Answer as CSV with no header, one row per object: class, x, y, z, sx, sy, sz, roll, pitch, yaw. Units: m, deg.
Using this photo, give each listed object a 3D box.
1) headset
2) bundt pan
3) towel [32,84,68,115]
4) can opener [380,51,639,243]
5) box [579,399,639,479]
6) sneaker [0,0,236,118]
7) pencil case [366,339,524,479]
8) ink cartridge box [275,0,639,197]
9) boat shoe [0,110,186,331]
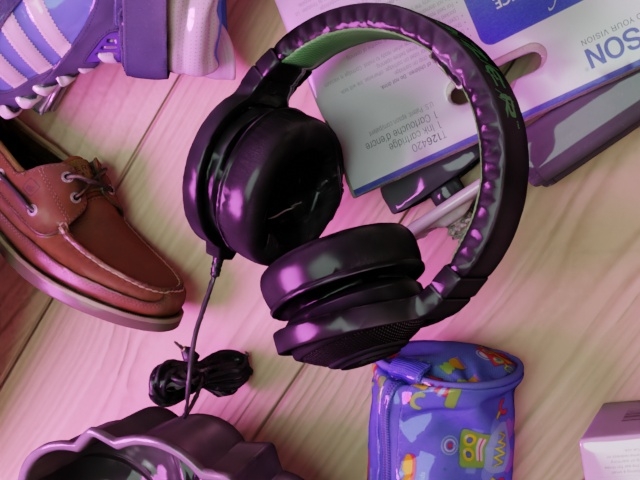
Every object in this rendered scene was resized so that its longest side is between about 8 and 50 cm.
headset,0.000,0.000,0.903,0.394,0.185,0.243,-46,66,21
bundt pan,-0.116,0.286,0.988,0.331,0.124,0.330,9,113,22
towel,-0.285,-0.208,1.098,0.152,0.023,0.113,42,105,16
can opener,0.169,-0.083,0.895,0.280,0.074,0.093,-31,83,21
box,0.260,0.213,0.852,0.091,0.130,0.170,-9,91,21
sneaker,-0.196,-0.162,0.980,0.236,0.130,0.322,28,121,-18
pencil case,0.088,0.234,0.923,0.119,0.133,0.306,10,98,43
ink cartridge box,0.104,-0.232,0.906,0.304,0.072,0.307,-23,88,26
boat shoe,-0.241,-0.030,1.043,0.307,0.111,0.104,31,106,17
